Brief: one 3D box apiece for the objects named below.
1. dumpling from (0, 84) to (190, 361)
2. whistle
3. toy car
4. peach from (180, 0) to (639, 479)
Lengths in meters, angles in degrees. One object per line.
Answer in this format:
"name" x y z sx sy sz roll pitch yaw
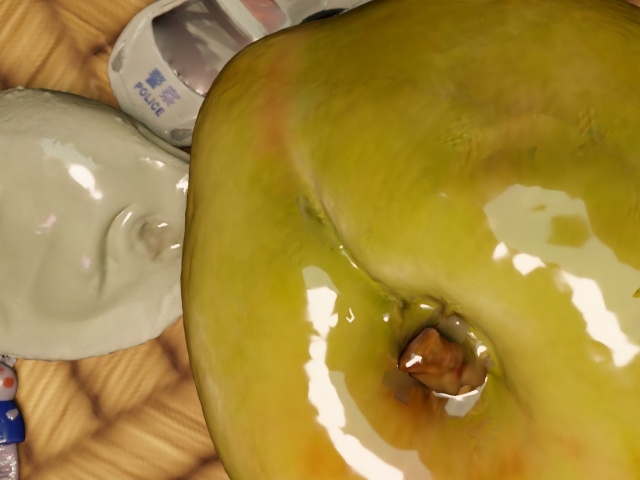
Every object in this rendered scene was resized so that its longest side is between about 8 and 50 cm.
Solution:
"dumpling" -0.152 -0.018 0.626 0.219 0.108 0.152 15 126 9
"whistle" -0.189 0.105 0.631 0.033 0.029 0.083 -6 79 -26
"toy car" -0.039 -0.139 0.669 0.205 0.056 0.095 -40 90 -11
"peach" 0.092 0.016 0.531 0.281 0.316 0.314 -24 82 32
